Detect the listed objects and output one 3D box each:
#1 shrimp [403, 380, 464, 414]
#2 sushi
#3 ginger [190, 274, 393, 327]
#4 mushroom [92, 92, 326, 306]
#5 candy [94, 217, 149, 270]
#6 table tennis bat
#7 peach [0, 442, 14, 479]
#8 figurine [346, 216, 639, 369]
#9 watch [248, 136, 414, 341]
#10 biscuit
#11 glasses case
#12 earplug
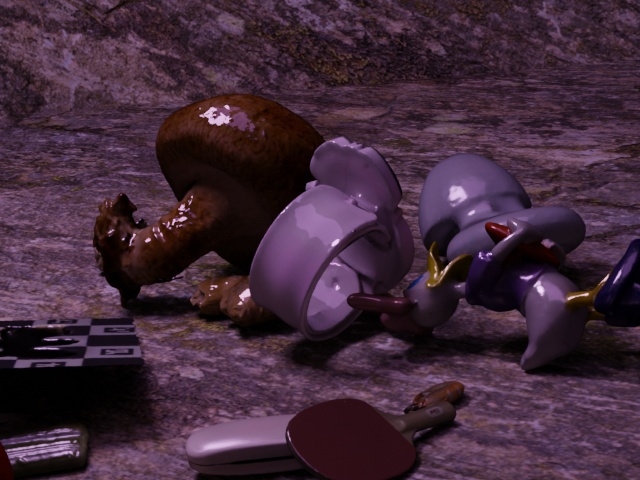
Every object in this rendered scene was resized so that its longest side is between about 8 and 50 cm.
[{"bbox_3d":[0.137,0.203,1.883,0.108,0.023,0.059,-21,13,-35],"label":"shrimp"},{"bbox_3d":[-0.399,0.188,2.055,0.296,0.100,0.373,-1,6,-10],"label":"sushi"},{"bbox_3d":[-0.047,0.087,2.235,0.334,0.081,0.148,-3,3,12],"label":"ginger"},{"bbox_3d":[-0.150,-0.067,2.333,0.334,0.331,0.356,13,30,38],"label":"mushroom"},{"bbox_3d":[-0.336,0.012,2.563,0.110,0.085,0.095,-11,22,24],"label":"candy"},{"bbox_3d":[0.068,0.232,1.760,0.246,0.022,0.138,-11,43,-39],"label":"table tennis bat"},{"bbox_3d":[-0.444,0.284,1.580,0.243,0.199,0.243,-14,7,2],"label":"peach"},{"bbox_3d":[0.256,0.077,2.001,0.421,0.193,0.154,7,-15,30],"label":"figurine"},{"bbox_3d":[0.000,0.000,2.085,0.196,0.244,0.231,34,45,28],"label":"watch"},{"bbox_3d":[-0.452,0.277,1.869,0.322,0.038,0.099,-8,21,-1],"label":"biscuit"},{"bbox_3d":[-0.060,0.244,1.779,0.204,0.051,0.081,-5,18,0],"label":"glasses case"},{"bbox_3d":[0.269,-0.031,2.293,0.214,0.175,0.325,-8,17,-22],"label":"earplug"}]
